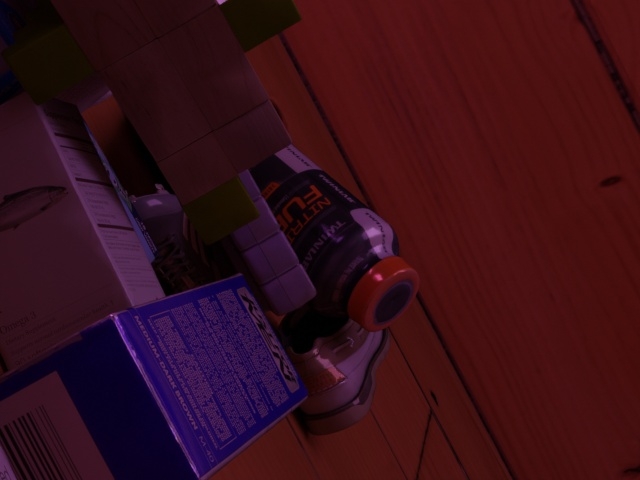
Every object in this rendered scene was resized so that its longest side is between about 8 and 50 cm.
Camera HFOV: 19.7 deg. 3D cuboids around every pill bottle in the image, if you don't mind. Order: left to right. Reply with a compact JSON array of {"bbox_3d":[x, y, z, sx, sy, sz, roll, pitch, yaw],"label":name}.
[{"bbox_3d":[0.000,0.000,2.092,0.246,0.130,0.130,40,-3,30],"label":"pill bottle"}]

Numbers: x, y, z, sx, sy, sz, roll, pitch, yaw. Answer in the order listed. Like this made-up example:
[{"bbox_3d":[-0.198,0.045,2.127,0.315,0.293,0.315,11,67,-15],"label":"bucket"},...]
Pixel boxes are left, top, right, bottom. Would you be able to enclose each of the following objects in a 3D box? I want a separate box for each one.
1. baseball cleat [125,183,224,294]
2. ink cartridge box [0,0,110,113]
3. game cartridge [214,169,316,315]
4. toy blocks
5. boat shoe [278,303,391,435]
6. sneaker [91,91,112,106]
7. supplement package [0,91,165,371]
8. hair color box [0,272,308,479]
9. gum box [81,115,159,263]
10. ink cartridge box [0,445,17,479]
[{"bbox_3d":[-0.131,0.019,1.752,0.109,0.072,0.206,66,10,19],"label":"baseball cleat"},{"bbox_3d":[-0.256,-0.165,1.425,0.148,0.086,0.203,53,12,9],"label":"ink cartridge box"},{"bbox_3d":[-0.108,-0.047,1.883,0.230,0.068,0.355,57,-6,-9],"label":"game cartridge"},{"bbox_3d":[-0.156,-0.215,1.360,0.381,0.191,0.261,60,1,-43],"label":"toy blocks"},{"bbox_3d":[0.013,0.112,2.160,0.302,0.113,0.103,-89,156,-70],"label":"boat shoe"},{"bbox_3d":[-0.258,-0.230,1.686,0.153,0.094,0.235,51,13,-43],"label":"sneaker"},{"bbox_3d":[-0.199,-0.003,1.328,0.179,0.105,0.105,63,9,7],"label":"supplement package"},{"bbox_3d":[-0.134,0.113,1.104,0.110,0.185,0.339,62,9,3],"label":"hair color box"},{"bbox_3d":[-0.205,-0.029,1.572,0.157,0.041,0.184,60,9,-8],"label":"gum box"},{"bbox_3d":[-0.260,0.044,0.778,0.307,0.129,0.223,63,10,5],"label":"ink cartridge box"}]
